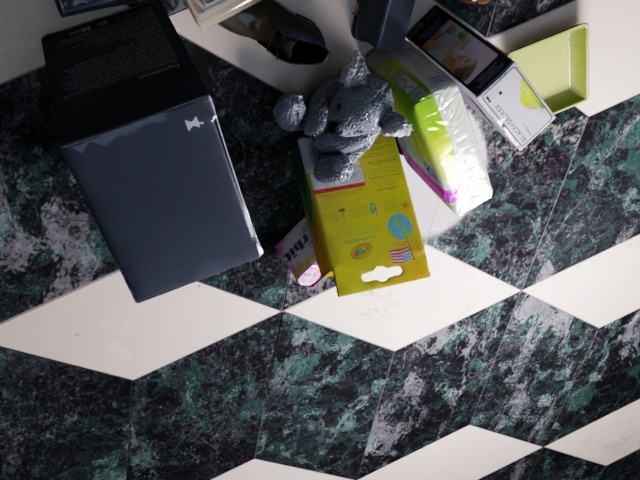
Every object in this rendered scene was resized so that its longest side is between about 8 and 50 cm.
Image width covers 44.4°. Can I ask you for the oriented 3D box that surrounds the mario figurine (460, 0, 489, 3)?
[{"bbox_3d":[0.281,-0.572,1.308,0.170,0.198,0.321,-21,148,-36],"label":"mario figurine"}]

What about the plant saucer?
[{"bbox_3d":[0.471,-0.351,1.650,0.188,0.045,0.188,-23,130,-7],"label":"plant saucer"}]

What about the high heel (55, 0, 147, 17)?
[{"bbox_3d":[-0.334,-0.483,1.187,0.186,0.093,0.261,-21,128,-24],"label":"high heel"}]

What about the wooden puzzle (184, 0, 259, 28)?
[{"bbox_3d":[-0.149,-0.490,1.251,0.221,0.044,0.239,-28,118,-3],"label":"wooden puzzle"}]

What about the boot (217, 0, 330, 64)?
[{"bbox_3d":[-0.081,-0.365,1.356,0.219,0.106,0.082,8,120,-29],"label":"boot"}]

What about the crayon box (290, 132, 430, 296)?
[{"bbox_3d":[0.076,-0.055,1.539,0.202,0.319,0.081,-10,169,-17],"label":"crayon box"}]

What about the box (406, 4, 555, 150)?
[{"bbox_3d":[0.289,-0.304,1.444,0.087,0.290,0.169,-43,129,11],"label":"box"}]

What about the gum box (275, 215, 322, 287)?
[{"bbox_3d":[0.000,0.000,1.653,0.188,0.107,0.062,-45,141,12],"label":"gum box"}]

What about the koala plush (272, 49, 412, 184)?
[{"bbox_3d":[0.061,-0.237,1.408,0.203,0.221,0.196,-39,97,-20],"label":"koala plush"}]

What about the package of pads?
[{"bbox_3d":[0.210,-0.222,1.510,0.101,0.229,0.297,-30,132,-2],"label":"package of pads"}]

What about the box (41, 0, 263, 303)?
[{"bbox_3d":[-0.272,-0.153,1.239,0.211,0.395,0.294,-21,129,-9],"label":"box"}]

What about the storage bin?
[{"bbox_3d":[0.114,-0.412,1.419,0.098,0.091,0.135,-1,124,-23],"label":"storage bin"}]
